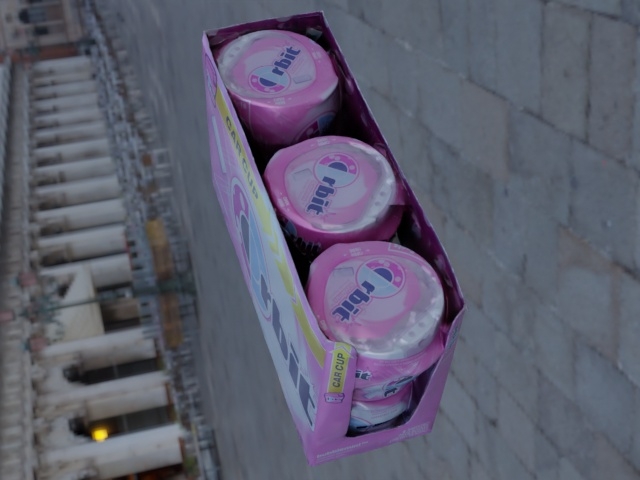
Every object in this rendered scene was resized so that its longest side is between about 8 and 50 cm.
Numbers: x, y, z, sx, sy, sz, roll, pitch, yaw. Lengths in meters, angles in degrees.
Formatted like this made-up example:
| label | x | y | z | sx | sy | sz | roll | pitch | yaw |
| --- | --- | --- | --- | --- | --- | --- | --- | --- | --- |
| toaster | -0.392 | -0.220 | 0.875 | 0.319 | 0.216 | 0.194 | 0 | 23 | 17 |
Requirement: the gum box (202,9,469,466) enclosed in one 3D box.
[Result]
| label | x | y | z | sx | sy | sz | roll | pitch | yaw |
| --- | --- | --- | --- | --- | --- | --- | --- | --- | --- |
| gum box | 0.000 | 0.000 | 0.445 | 0.107 | 0.062 | 0.188 | 94 | 158 | -53 |
